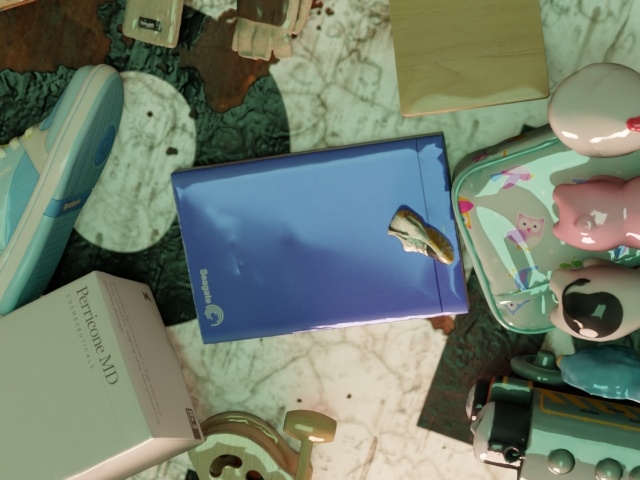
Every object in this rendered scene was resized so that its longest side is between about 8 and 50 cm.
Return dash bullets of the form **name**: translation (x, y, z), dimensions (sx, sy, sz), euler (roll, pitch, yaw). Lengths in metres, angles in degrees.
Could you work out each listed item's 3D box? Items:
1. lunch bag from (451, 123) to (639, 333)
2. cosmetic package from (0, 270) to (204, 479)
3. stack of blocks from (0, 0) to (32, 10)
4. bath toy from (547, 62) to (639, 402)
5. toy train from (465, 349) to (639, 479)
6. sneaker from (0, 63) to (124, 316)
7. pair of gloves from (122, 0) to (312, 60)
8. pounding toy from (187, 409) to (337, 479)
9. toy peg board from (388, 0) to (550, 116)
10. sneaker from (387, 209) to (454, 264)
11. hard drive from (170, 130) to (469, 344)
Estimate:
- **lunch bag**: translation (0.298, -0.025, 1.537), dimensions (0.279, 0.108, 0.224), euler (-18, 100, 12)
- **cosmetic package**: translation (-0.354, 0.213, 1.638), dimensions (0.385, 0.156, 0.217), euler (-28, 73, 15)
- **stack of blocks**: translation (-0.404, -0.401, 1.562), dimensions (0.171, 0.087, 0.297), euler (-15, 101, 12)
- **bath toy**: translation (0.316, -0.007, 1.417), dimensions (0.151, 0.129, 0.348), euler (-16, 110, -26)
- **toy train**: translation (0.325, 0.224, 1.551), dimensions (0.333, 0.190, 0.142), euler (12, 105, 5)
- **sneaker**: translation (-0.372, -0.090, 1.618), dimensions (0.208, 0.127, 0.319), euler (28, 97, 9)
- **pair of gloves**: translation (-0.114, -0.308, 1.543), dimensions (0.240, 0.042, 0.204), euler (11, 111, 25)
- **pounding toy**: translation (-0.098, 0.305, 1.653), dimensions (0.154, 0.155, 0.270), euler (22, 104, 0)
- **toy peg board**: translation (0.164, -0.222, 1.537), dimensions (0.161, 0.079, 0.161), euler (-7, 87, 10)
- **sneaker**: translation (0.113, 0.002, 1.573), dimensions (0.083, 0.032, 0.037), euler (41, 119, 2)
- **hard drive**: translation (0.000, 0.000, 1.623), dimensions (0.318, 0.040, 0.210), euler (-8, 103, 10)
